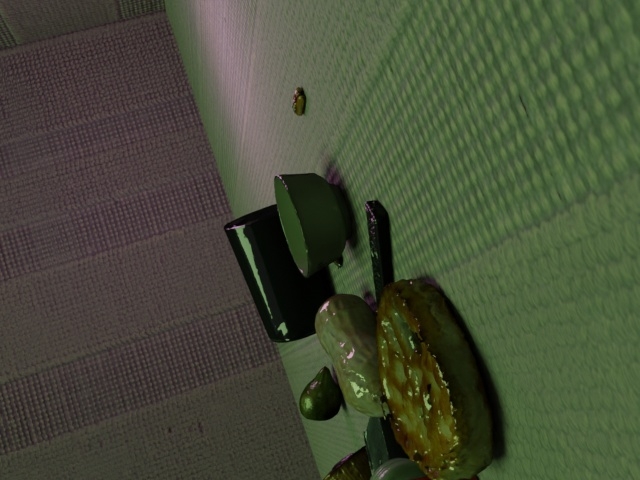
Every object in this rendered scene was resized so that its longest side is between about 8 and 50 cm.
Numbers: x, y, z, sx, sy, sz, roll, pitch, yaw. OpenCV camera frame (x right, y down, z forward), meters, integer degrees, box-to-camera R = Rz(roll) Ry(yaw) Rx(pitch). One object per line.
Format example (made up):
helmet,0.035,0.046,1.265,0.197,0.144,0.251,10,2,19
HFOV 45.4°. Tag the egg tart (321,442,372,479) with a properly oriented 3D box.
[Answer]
egg tart,0.100,0.556,1.702,0.171,0.215,0.215,50,160,26

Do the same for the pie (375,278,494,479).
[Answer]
pie,0.158,0.200,1.132,0.315,0.092,0.316,167,90,-76

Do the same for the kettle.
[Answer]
kettle,-0.097,0.072,1.886,0.262,0.203,0.308,-159,49,-73

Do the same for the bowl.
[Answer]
bowl,-0.009,-0.043,1.491,0.211,0.112,0.212,161,90,-79

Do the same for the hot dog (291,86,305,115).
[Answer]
hot dog,-0.046,-0.278,1.543,0.083,0.021,0.037,106,146,-68

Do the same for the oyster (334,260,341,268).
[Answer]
oyster,-0.002,-0.001,1.688,0.177,0.056,0.106,49,162,53

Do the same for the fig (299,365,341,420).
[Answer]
fig,-0.002,0.436,2.189,0.123,0.123,0.156,-152,57,-74

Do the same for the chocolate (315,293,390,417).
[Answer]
chocolate,0.074,0.212,1.426,0.309,0.134,0.134,-125,21,-52

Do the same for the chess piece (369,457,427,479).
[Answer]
chess piece,0.198,0.488,1.338,0.271,0.139,0.139,12,120,63

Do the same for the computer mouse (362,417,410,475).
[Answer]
computer mouse,0.151,0.450,1.589,0.126,0.071,0.231,114,148,-54

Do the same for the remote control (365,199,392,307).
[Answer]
remote control,0.102,0.042,1.305,0.063,0.025,0.245,-119,15,-49

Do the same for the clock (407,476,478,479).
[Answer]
clock,0.169,0.410,1.223,0.113,0.154,0.061,85,173,-45
